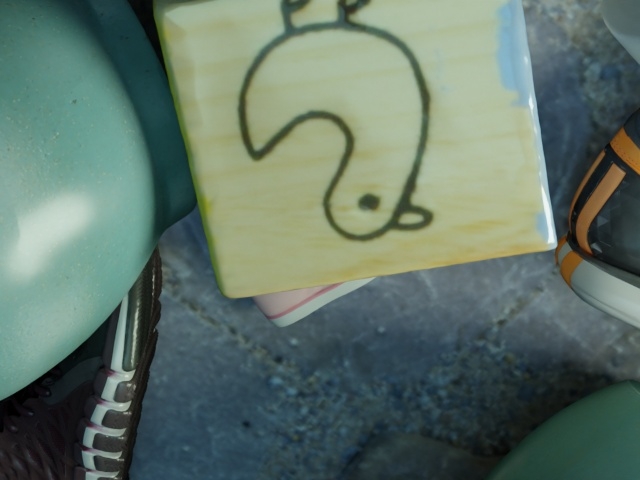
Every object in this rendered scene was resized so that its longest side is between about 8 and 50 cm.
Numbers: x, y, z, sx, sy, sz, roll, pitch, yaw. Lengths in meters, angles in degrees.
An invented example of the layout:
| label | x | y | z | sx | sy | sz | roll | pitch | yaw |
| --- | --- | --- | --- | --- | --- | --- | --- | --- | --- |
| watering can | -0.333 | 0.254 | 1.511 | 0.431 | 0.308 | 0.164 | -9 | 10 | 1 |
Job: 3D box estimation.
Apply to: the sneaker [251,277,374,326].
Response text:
| label | x | y | z | sx | sy | sz | roll | pitch | yaw |
| --- | --- | --- | --- | --- | --- | --- | --- | --- | --- |
| sneaker | 0.000 | 0.000 | 1.072 | 0.134 | 0.051 | 0.070 | -32 | 115 | 19 |

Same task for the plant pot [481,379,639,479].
| label | x | y | z | sx | sy | sz | roll | pitch | yaw |
| --- | --- | --- | --- | --- | --- | --- | --- | --- | --- |
| plant pot | 0.216 | 0.236 | 1.055 | 0.293 | 0.293 | 0.235 | 30 | 96 | -12 |

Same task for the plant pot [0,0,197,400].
| label | x | y | z | sx | sy | sz | roll | pitch | yaw |
| --- | --- | --- | --- | --- | --- | --- | --- | --- | --- |
| plant pot | -0.195 | -0.057 | 0.951 | 0.196 | 0.293 | 0.293 | -25 | 114 | -17 |

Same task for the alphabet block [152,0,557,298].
| label | x | y | z | sx | sy | sz | roll | pitch | yaw |
| --- | --- | --- | --- | --- | --- | --- | --- | --- | --- |
| alphabet block | 0.024 | -0.097 | 0.951 | 0.197 | 0.193 | 0.192 | -10 | 112 | 6 |

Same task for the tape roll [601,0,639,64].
| label | x | y | z | sx | sy | sz | roll | pitch | yaw |
| --- | --- | --- | --- | --- | --- | --- | --- | --- | --- |
| tape roll | 0.292 | -0.177 | 0.858 | 0.286 | 0.286 | 0.100 | -41 | 107 | 17 |

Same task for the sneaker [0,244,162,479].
| label | x | y | z | sx | sy | sz | roll | pitch | yaw |
| --- | --- | --- | --- | --- | --- | --- | --- | --- | --- |
| sneaker | -0.206 | 0.111 | 1.101 | 0.162 | 0.106 | 0.281 | 13 | 115 | -1 |

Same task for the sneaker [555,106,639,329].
| label | x | y | z | sx | sy | sz | roll | pitch | yaw |
| --- | --- | --- | --- | --- | --- | --- | --- | --- | --- |
| sneaker | 0.328 | 0.002 | 1.024 | 0.321 | 0.124 | 0.180 | 19 | 114 | -7 |
